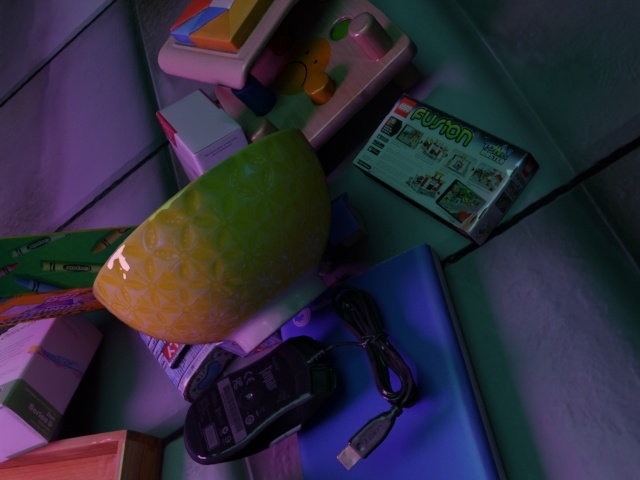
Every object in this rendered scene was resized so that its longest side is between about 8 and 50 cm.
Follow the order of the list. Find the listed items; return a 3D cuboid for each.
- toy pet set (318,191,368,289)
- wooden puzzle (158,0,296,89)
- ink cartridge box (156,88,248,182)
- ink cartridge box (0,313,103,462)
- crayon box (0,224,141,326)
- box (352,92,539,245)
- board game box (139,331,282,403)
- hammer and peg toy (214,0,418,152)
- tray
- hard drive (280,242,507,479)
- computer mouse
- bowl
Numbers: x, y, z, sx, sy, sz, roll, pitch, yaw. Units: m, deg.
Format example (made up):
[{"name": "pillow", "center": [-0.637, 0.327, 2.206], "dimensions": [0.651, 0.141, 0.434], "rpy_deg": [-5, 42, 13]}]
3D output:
[{"name": "toy pet set", "center": [0.000, 0.000, 0.884], "dimensions": [0.114, 0.065, 0.122], "rpy_deg": [-33, 52, 18]}, {"name": "wooden puzzle", "center": [-0.120, -0.333, 0.994], "dimensions": [0.221, 0.044, 0.239], "rpy_deg": [23, 81, 44]}, {"name": "ink cartridge box", "center": [-0.137, -0.096, 0.957], "dimensions": [0.072, 0.175, 0.127], "rpy_deg": [-33, 47, -13]}, {"name": "ink cartridge box", "center": [-0.431, 0.206, 1.029], "dimensions": [0.154, 0.093, 0.212], "rpy_deg": [-26, 30, 23]}, {"name": "crayon box", "center": [-0.372, 0.052, 0.960], "dimensions": [0.165, 0.278, 0.081], "rpy_deg": [-31, 71, 51]}, {"name": "box", "center": [0.142, -0.090, 0.845], "dimensions": [0.114, 0.036, 0.207], "rpy_deg": [-53, 48, 2]}, {"name": "board game box", "center": [-0.148, 0.109, 0.942], "dimensions": [0.194, 0.060, 0.194], "rpy_deg": [-52, 47, 2]}, {"name": "hammer and peg toy", "center": [-0.044, -0.259, 1.012], "dimensions": [0.266, 0.127, 0.361], "rpy_deg": [-43, 46, 10]}, {"name": "tray", "center": [-0.396, 0.390, 0.972], "dimensions": [0.410, 0.076, 0.203], "rpy_deg": [-16, 58, 29]}, {"name": "hard drive", "center": [0.067, 0.183, 0.756], "dimensions": [0.210, 0.040, 0.319], "rpy_deg": [-28, 54, 23]}, {"name": "computer mouse", "center": [-0.016, 0.184, 0.754], "dimensions": [0.262, 0.060, 0.184], "rpy_deg": [-37, 45, 1]}, {"name": "bowl", "center": [-0.084, 0.029, 0.782], "dimensions": [0.289, 0.289, 0.156], "rpy_deg": [-41, 87, 13]}]
